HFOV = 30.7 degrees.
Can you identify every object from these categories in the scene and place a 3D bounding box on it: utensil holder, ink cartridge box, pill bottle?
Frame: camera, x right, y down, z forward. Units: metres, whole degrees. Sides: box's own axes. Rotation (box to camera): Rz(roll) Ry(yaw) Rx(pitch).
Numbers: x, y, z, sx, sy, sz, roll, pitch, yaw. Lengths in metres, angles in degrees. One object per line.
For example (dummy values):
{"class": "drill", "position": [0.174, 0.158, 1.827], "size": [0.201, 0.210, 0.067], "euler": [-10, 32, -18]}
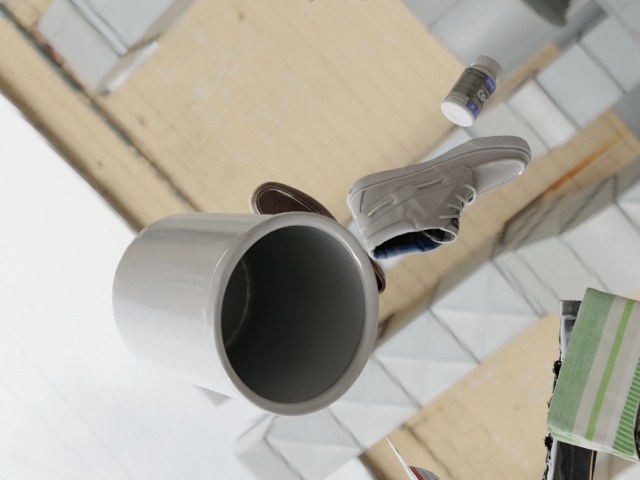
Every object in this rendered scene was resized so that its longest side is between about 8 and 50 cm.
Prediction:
{"class": "utensil holder", "position": [-0.139, 0.108, 2.006], "size": [0.327, 0.385, 0.328], "euler": [-3, -85, -35]}
{"class": "ink cartridge box", "position": [0.211, 0.443, 1.975], "size": [0.232, 0.066, 0.189], "euler": [65, 171, -29]}
{"class": "pill bottle", "position": [0.313, -0.308, 2.388], "size": [0.078, 0.078, 0.137], "euler": [40, -108, -19]}

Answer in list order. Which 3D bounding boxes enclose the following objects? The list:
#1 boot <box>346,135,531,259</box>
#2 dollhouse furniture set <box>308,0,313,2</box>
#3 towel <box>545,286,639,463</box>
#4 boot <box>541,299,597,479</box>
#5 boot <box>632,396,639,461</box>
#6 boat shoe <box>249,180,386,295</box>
{"class": "boot", "position": [0.170, -0.048, 1.547], "size": [0.095, 0.258, 0.123], "euler": [69, -177, -51]}
{"class": "dollhouse furniture set", "position": [0.077, -0.420, 1.376], "size": [0.135, 0.262, 0.259], "euler": [40, -111, -35]}
{"class": "towel", "position": [0.523, 0.230, 1.782], "size": [0.324, 0.248, 0.038], "euler": [16, 176, 35]}
{"class": "boot", "position": [0.593, 0.360, 2.636], "size": [0.367, 0.146, 0.446], "euler": [9, -97, -67]}
{"class": "boot", "position": [0.468, 0.253, 1.440], "size": [0.208, 0.076, 0.190], "euler": [-8, -82, -45]}
{"class": "boat shoe", "position": [0.000, 0.000, 2.391], "size": [0.342, 0.123, 0.123], "euler": [43, 176, -2]}
